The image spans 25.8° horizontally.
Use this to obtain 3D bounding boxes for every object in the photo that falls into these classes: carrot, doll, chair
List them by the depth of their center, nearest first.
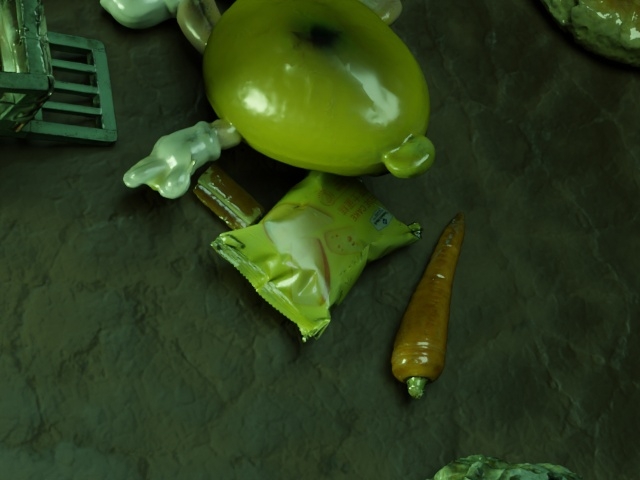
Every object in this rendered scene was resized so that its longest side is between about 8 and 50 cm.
[{"bbox_3d":[-0.317,-0.192,1.483,0.271,0.147,0.136,2,71,-34],"label":"chair"},{"bbox_3d":[-0.068,-0.209,1.585,0.348,0.161,0.423,-13,58,4],"label":"doll"},{"bbox_3d":[0.129,0.064,1.603,0.061,0.061,0.256,21,58,-7],"label":"carrot"}]

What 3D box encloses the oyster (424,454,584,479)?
[{"bbox_3d":[0.189,0.313,1.474,0.198,0.112,0.268,43,58,5],"label":"oyster"}]

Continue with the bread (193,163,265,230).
[{"bbox_3d":[-0.104,-0.046,1.592,0.083,0.036,0.047,42,59,2],"label":"bread"}]

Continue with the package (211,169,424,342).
[{"bbox_3d":[0.000,0.000,1.570,0.168,0.090,0.226,42,56,3],"label":"package"}]

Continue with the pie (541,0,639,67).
[{"bbox_3d":[0.429,-0.377,1.886,0.340,0.083,0.339,7,65,-16],"label":"pie"}]
